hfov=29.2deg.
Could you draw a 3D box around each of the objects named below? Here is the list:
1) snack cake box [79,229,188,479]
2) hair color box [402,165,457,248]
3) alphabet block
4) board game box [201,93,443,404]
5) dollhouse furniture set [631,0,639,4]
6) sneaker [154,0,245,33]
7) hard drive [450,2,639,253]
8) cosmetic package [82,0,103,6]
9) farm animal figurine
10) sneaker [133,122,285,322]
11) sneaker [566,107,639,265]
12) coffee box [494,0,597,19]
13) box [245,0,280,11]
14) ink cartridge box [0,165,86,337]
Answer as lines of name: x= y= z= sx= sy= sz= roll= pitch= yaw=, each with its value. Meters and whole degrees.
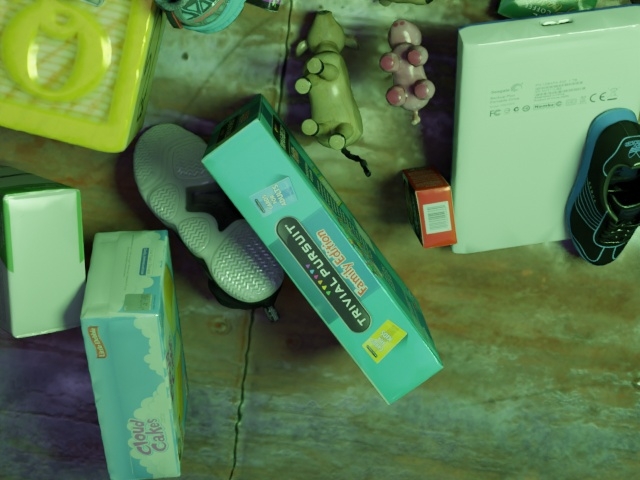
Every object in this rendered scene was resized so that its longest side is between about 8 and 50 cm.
snack cake box: x=-0.212 y=0.136 z=1.436 sx=0.089 sy=0.152 sz=0.264 roll=-3 pitch=129 yaw=-1
hair color box: x=0.129 y=-0.042 z=1.464 sx=0.043 sy=0.141 sz=0.072 roll=-9 pitch=103 yaw=0
alphabet block: x=-0.284 y=-0.219 z=1.380 sx=0.193 sy=0.197 sz=0.192 roll=12 pitch=102 yaw=-5
board game box: x=0.000 y=0.000 z=1.411 sx=0.079 sy=0.254 sz=0.336 roll=-36 pitch=101 yaw=6
dollhouse furniture set: x=0.526 y=-0.172 z=1.393 sx=0.362 sy=0.256 sz=0.394 roll=-29 pitch=102 yaw=5
sneaker: x=-0.115 y=-0.343 z=1.246 sx=0.104 sy=0.125 sz=0.262 roll=9 pitch=99 yaw=21
hard drive: x=0.256 y=-0.119 z=1.412 sx=0.210 sy=0.040 sz=0.318 roll=-8 pitch=136 yaw=-4
cosmetic package: x=-0.213 y=-0.407 z=1.270 sx=0.113 sy=0.309 sz=0.160 roll=22 pitch=137 yaw=-6
farm animal figurine: x=0.040 y=-0.294 z=1.403 sx=0.327 sy=0.172 sz=0.330 roll=43 pitch=106 yaw=2
sneaker: x=-0.132 y=-0.012 z=1.482 sx=0.101 sy=0.153 sz=0.268 roll=-33 pitch=66 yaw=-10
sneaker: x=0.338 y=-0.038 z=1.416 sx=0.081 sy=0.090 sz=0.232 roll=-9 pitch=136 yaw=-3
coffee box: x=0.287 y=-0.340 z=1.455 sx=0.113 sy=0.040 sz=0.184 roll=16 pitch=101 yaw=-5
box: x=-0.077 y=-0.339 z=1.316 sx=0.116 sy=0.029 sz=0.162 roll=22 pitch=105 yaw=19
ink cartridge box: x=-0.356 y=0.005 z=1.414 sx=0.093 sy=0.219 sz=0.160 roll=-9 pitch=106 yaw=-33
